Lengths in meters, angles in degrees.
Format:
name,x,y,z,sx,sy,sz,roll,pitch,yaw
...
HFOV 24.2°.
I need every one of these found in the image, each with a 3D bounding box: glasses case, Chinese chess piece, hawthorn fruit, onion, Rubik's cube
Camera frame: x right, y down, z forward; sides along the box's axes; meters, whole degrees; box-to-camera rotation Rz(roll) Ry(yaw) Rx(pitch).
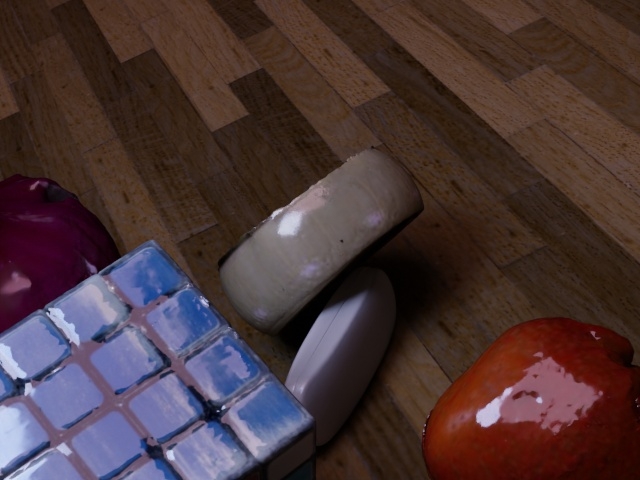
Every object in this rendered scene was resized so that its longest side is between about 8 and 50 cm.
name,x,y,z,sx,sy,sz,roll,pitch,yaw
glasses case,0.023,0.122,1.611,0.059,0.092,0.233,2,41,30
Chinese chess piece,0.000,0.000,1.687,0.250,0.103,0.250,-39,-4,-3
hawthorn fruit,0.178,0.192,1.325,0.299,0.211,0.211,-29,32,6
onion,-0.441,0.036,1.713,0.399,0.420,0.398,-15,40,13
Rubik's cube,-0.174,0.204,1.386,0.256,0.253,0.259,-35,62,-21
